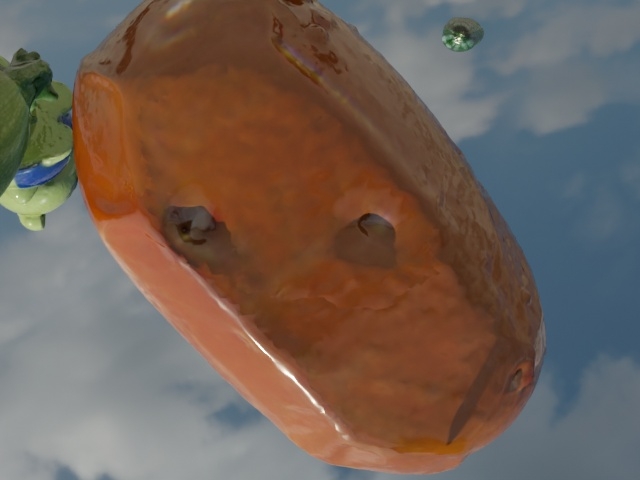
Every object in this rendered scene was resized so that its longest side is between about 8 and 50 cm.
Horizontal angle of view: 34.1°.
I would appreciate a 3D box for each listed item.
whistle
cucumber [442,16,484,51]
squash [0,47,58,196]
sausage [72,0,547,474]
[{"bbox_3d":[-0.234,-0.083,0.819,0.085,0.227,0.105,-2,-107,-8],"label":"whistle"},{"bbox_3d":[0.153,-0.223,1.131,0.039,0.039,0.168,-3,-168,16],"label":"cucumber"},{"bbox_3d":[-0.283,0.012,0.538,0.107,0.107,0.395,12,-137,34],"label":"squash"},{"bbox_3d":[0.000,0.000,0.484,0.153,0.268,0.141,-41,-161,-1],"label":"sausage"}]
